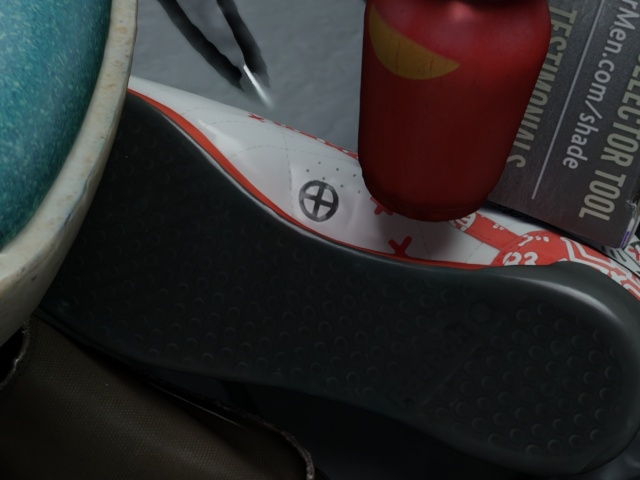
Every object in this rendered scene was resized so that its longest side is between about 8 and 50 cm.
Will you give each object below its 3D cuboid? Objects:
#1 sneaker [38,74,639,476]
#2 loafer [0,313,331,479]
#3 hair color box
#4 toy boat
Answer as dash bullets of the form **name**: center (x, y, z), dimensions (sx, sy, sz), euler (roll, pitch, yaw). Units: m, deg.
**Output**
- **sneaker**: center (0.000, 0.001, 0.631), dimensions (0.270, 0.090, 0.145), euler (20, 14, 13)
- **loafer**: center (-0.100, 0.070, 0.600), dimensions (0.220, 0.078, 0.080), euler (15, 56, 5)
- **hair color box**: center (0.128, -0.167, 0.660), dimensions (0.110, 0.185, 0.339), euler (20, 35, 7)
- **toy boat**: center (-0.082, -0.077, 0.484), dimensions (0.318, 0.148, 0.267), euler (0, 42, -9)
